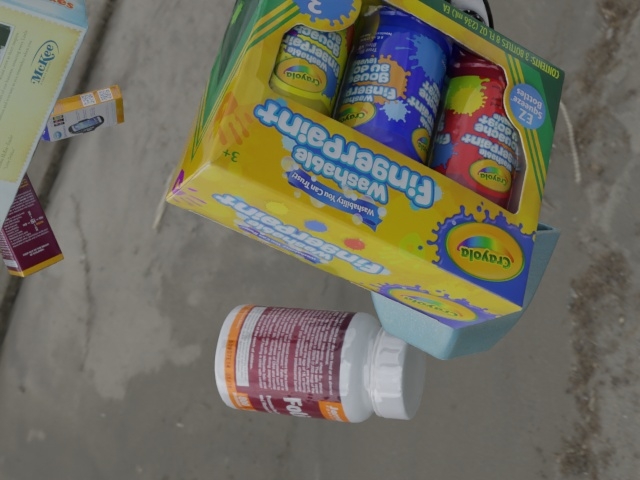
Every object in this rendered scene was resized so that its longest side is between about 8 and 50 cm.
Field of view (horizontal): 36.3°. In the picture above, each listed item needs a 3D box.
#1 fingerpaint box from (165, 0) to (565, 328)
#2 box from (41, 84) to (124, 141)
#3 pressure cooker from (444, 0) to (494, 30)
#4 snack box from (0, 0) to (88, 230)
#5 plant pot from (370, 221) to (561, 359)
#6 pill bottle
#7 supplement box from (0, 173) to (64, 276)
[{"bbox_3d":[0.077,-0.141,1.269,0.163,0.445,0.371,-29,41,59],"label":"fingerpaint box"},{"bbox_3d":[-0.372,-0.193,1.503,0.081,0.136,0.028,114,138,-66],"label":"box"},{"bbox_3d":[0.167,-0.438,2.115,0.375,0.370,0.420,-44,13,-18],"label":"pressure cooker"},{"bbox_3d":[-0.382,-0.132,0.998,0.322,0.187,0.060,-55,37,33],"label":"snack box"},{"bbox_3d":[0.230,0.065,1.726,0.247,0.248,0.252,25,109,39],"label":"plant pot"},{"bbox_3d":[0.004,0.253,1.998,0.392,0.224,0.224,3,71,21],"label":"pill bottle"},{"bbox_3d":[-0.532,-0.038,1.703,0.104,0.081,0.188,2,115,59],"label":"supplement box"}]
